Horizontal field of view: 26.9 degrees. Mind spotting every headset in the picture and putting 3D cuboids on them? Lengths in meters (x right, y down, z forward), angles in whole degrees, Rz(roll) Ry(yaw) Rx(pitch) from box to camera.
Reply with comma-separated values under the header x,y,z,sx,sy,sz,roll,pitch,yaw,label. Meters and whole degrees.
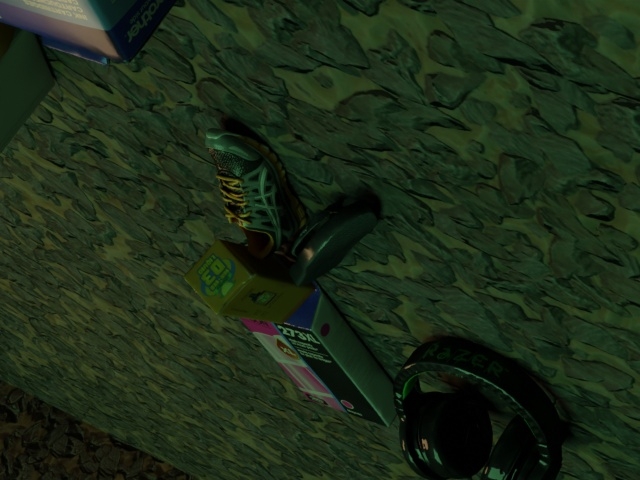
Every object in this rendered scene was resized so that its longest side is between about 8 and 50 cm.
x,y,z,sx,sy,sz,roll,pitch,yaw,label
0.247,0.281,1.928,0.243,0.185,0.394,15,137,31,headset

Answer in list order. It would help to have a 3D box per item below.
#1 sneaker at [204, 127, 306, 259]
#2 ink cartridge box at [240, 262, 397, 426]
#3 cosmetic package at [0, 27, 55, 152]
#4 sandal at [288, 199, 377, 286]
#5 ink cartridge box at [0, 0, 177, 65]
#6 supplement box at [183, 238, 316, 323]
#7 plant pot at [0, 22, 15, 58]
x,y,z,sx,sy,sz,roll,pitch,yaw,label
-0.088,-0.058,1.682,0.084,0.083,0.215,16,152,40,sneaker
-0.019,0.151,2.071,0.176,0.069,0.371,14,149,40,ink cartridge box
-0.565,-0.253,1.782,0.366,0.197,0.155,29,159,15,cosmetic package
-0.001,0.001,1.684,0.054,0.097,0.254,59,159,7,sandal
-0.292,-0.335,1.287,0.270,0.151,0.395,21,157,29,ink cartridge box
-0.091,0.057,1.801,0.080,0.078,0.233,46,-171,17,supplement box
-0.456,-0.284,1.585,0.205,0.205,0.188,28,174,13,plant pot
